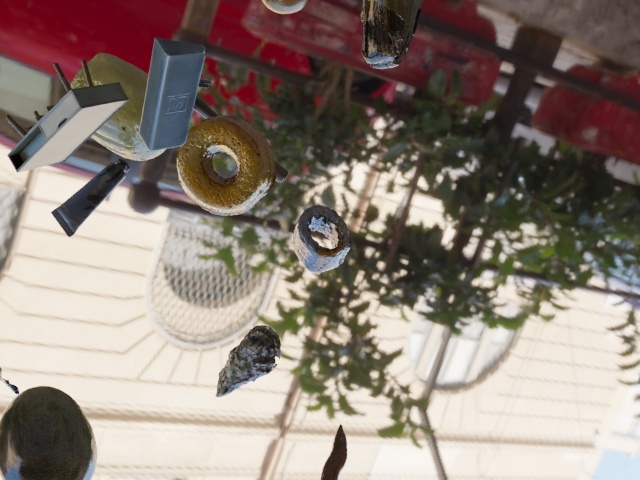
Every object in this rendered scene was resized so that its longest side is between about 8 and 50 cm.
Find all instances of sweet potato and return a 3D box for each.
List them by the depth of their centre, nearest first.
[{"bbox_3d":[0.038,0.658,2.364,0.059,0.281,0.067,17,149,9],"label":"sweet potato"}]

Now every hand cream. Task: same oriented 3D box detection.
[{"bbox_3d":[-0.627,-0.127,2.261,0.058,0.091,0.271,4,-137,38],"label":"hand cream"}]

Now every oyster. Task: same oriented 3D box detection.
[{"bbox_3d":[-0.237,0.380,2.620,0.252,0.199,0.087,-14,-169,10],"label":"oyster"}]

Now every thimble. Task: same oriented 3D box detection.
[{"bbox_3d":[0.001,-0.003,2.117,0.127,0.118,0.151,-16,-114,-18],"label":"thimble"}]

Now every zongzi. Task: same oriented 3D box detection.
[{"bbox_3d":[0.151,-0.641,2.129,0.154,0.289,0.317,0,154,31],"label":"zongzi"}]

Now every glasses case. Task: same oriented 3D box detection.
[{"bbox_3d":[-0.318,-0.300,1.735,0.105,0.266,0.056,6,-131,-16],"label":"glasses case"}]

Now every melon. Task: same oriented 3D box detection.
[{"bbox_3d":[-0.708,0.529,2.108,0.249,0.248,0.329,10,-142,-39],"label":"melon"}]

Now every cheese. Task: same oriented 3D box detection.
[{"bbox_3d":[-0.736,0.297,1.843,0.145,0.038,0.095,38,153,7],"label":"cheese"}]

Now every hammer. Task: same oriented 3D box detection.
[{"bbox_3d":[-0.278,-0.336,2.585,0.440,0.168,0.044,40,-145,-18],"label":"hammer"}]

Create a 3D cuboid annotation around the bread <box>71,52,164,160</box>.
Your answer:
[{"bbox_3d":[-0.559,-0.373,2.342,0.321,0.237,0.320,29,175,3],"label":"bread"}]

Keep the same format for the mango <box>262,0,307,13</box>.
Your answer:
[{"bbox_3d":[-0.091,-0.733,2.175,0.139,0.254,0.175,23,-141,30],"label":"mango"}]

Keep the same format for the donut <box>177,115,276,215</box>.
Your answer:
[{"bbox_3d":[-0.262,-0.202,2.189,0.278,0.277,0.108,20,-175,3],"label":"donut"}]

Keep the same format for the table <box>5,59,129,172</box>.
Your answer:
[{"bbox_3d":[-0.498,-0.242,1.557,0.122,0.240,0.111,-27,-94,-55],"label":"table"}]
